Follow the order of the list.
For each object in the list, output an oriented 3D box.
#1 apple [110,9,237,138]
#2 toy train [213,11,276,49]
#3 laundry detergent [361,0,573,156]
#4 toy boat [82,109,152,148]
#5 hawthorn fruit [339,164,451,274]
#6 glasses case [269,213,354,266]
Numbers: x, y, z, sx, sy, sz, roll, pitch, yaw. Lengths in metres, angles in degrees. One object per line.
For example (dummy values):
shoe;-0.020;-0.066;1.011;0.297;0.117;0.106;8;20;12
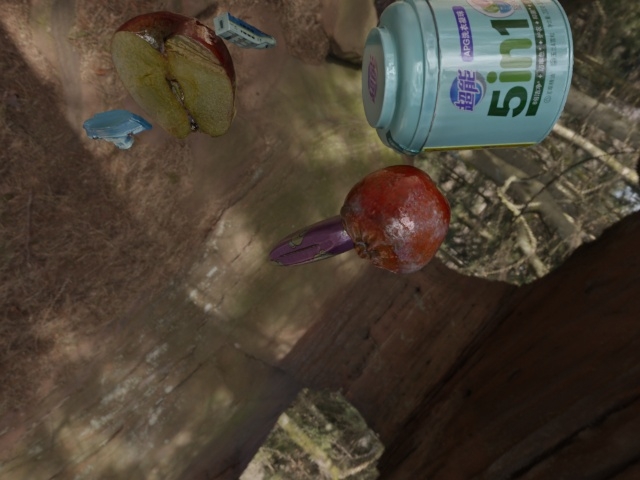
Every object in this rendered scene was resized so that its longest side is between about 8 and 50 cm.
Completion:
apple;-0.400;-0.465;1.394;0.295;0.329;0.364;-32;135;-13
toy train;-0.191;-0.548;1.308;0.234;0.052;0.051;-4;86;-61
laundry detergent;0.245;-0.306;0.906;0.306;0.287;0.287;-5;146;-8
toy boat;-0.602;-0.332;1.453;0.102;0.215;0.088;59;33;-53
hawthorn fruit;0.124;-0.036;0.766;0.173;0.173;0.172;-40;157;-21
glasses case;0.000;0.000;1.003;0.123;0.075;0.316;-26;-176;-35
